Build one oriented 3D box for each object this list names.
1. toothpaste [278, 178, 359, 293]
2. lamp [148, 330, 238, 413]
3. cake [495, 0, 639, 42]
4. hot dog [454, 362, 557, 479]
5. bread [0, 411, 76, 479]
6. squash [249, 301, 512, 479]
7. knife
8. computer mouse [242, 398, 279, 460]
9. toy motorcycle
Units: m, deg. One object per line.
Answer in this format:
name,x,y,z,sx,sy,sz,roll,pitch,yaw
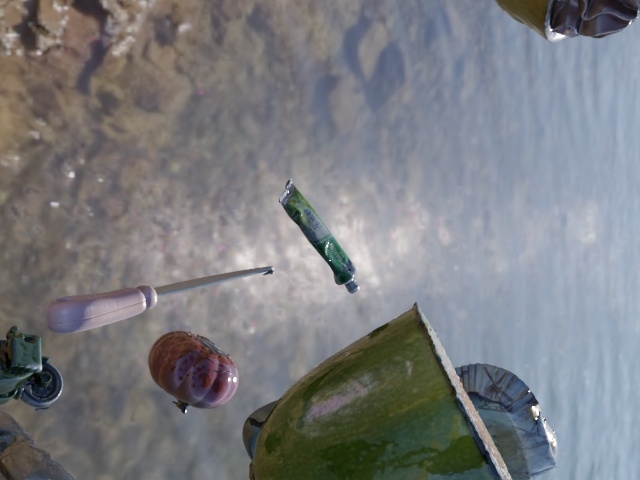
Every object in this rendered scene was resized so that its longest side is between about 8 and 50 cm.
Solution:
toothpaste,0.000,0.000,1.842,0.248,0.047,0.078,55,32,-20
lamp,-0.246,0.252,1.886,0.140,0.182,0.182,-57,147,-2
cake,0.326,-0.331,1.205,0.185,0.178,0.207,-39,145,-28
hot dog,0.272,0.278,1.516,0.270,0.163,0.081,64,36,-43
bread,-0.243,0.290,0.943,0.102,0.337,0.183,-37,163,-25
squash,0.059,0.282,1.267,0.310,0.309,0.310,62,4,-7
knife,-0.209,0.073,1.330,0.336,0.081,0.043,-11,98,-40
computer mouse,0.051,0.342,1.701,0.114,0.374,0.203,-67,161,-49
toy motorcycle,-0.503,0.186,1.490,0.275,0.205,0.127,-3,64,-40
